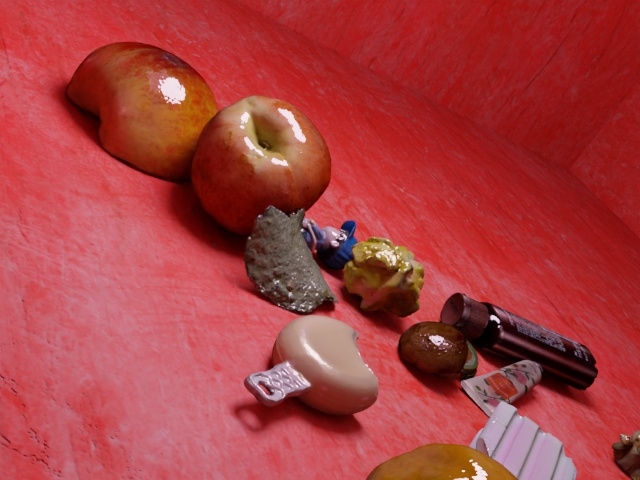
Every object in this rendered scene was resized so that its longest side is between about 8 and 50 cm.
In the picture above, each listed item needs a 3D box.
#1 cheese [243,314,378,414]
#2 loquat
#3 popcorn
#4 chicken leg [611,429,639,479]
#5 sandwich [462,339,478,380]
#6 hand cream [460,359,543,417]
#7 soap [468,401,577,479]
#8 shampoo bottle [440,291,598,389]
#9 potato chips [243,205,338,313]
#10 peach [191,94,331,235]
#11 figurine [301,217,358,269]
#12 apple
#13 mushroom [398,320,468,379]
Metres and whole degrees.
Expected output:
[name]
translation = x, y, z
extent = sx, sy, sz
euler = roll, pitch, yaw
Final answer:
[cheese]
translation = -0.025, 0.163, 1.224
extent = 0.249, 0.071, 0.163
euler = 12, 31, -44
[loquat]
translation = 0.130, 0.308, 0.975
extent = 0.187, 0.176, 0.234
euler = -6, 4, -21
[popcorn]
translation = 0.109, 0.063, 1.565
extent = 0.145, 0.125, 0.126
euler = 51, 19, -32
[chicken leg]
translation = 0.674, 0.379, 1.725
extent = 0.429, 0.153, 0.201
euler = -2, 28, -46
[sandwich]
translation = 0.243, 0.197, 1.601
extent = 0.067, 0.029, 0.135
euler = 24, 23, -27
[hand cream]
translation = 0.323, 0.251, 1.594
extent = 0.080, 0.050, 0.234
euler = 48, 31, 22
[soap]
translation = 0.268, 0.330, 1.271
extent = 0.145, 0.091, 0.230
euler = 36, 21, 13
[shampoo bottle]
translation = 0.375, 0.190, 1.742
extent = 0.323, 0.084, 0.129
euler = 23, 20, -25
[potato chips]
translation = -0.036, 0.033, 1.444
extent = 0.228, 0.059, 0.167
euler = 4, 77, -58
[peach]
translation = -0.107, -0.113, 1.518
extent = 0.232, 0.257, 0.232
euler = 5, 64, -10
[figurine]
translation = 0.000, 0.000, 1.602
extent = 0.149, 0.086, 0.087
euler = 12, 64, -25
[apple]
translation = -0.287, -0.251, 1.604
extent = 0.251, 0.163, 0.293
euler = 6, 37, -49
[mushroom]
translation = 0.185, 0.181, 1.503
extent = 0.127, 0.087, 0.127
euler = 11, 13, -3
